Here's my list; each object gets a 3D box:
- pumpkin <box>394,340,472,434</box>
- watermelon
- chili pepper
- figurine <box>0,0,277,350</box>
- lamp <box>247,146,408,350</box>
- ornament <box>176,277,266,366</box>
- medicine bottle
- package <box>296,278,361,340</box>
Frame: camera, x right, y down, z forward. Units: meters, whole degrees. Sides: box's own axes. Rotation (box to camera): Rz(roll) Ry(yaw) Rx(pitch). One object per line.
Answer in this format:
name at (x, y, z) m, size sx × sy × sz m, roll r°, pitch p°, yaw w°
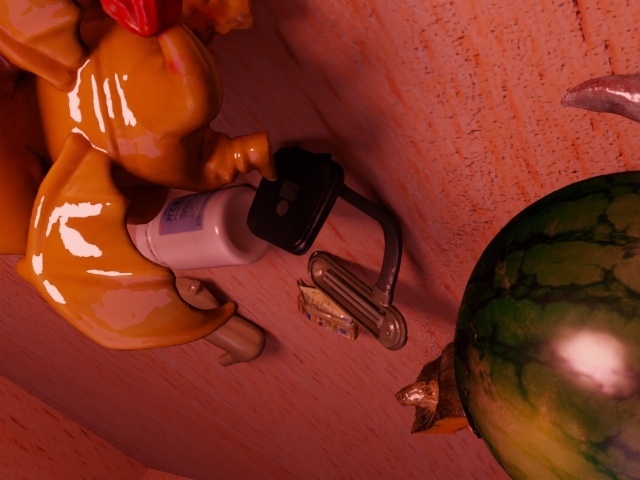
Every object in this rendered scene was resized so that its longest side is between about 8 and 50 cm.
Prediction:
pumpkin at (0.211, 0.226, 1.216) m, size 0.248 × 0.130 × 0.126 m, roll -12°, pitch 146°, yaw 40°
watermelon at (0.301, 0.105, 0.712) m, size 0.364 × 0.363 × 0.363 m, roll 17°, pitch 152°, yaw 9°
chili pepper at (0.274, -0.112, 0.657) m, size 0.153 × 0.041 × 0.050 m, roll 22°, pitch 137°, yaw 36°
figurine at (-0.243, -0.129, 0.672) m, size 0.387 × 0.268 × 0.400 m, roll -8°, pitch 120°, yaw 3°
lamp at (0.005, -0.004, 1.000) m, size 0.203 × 0.124 × 0.283 m, roll 24°, pitch 164°, yaw 44°
ornament at (-0.199, 0.141, 1.425) m, size 0.230 × 0.061 × 0.245 m, roll 34°, pitch 151°, yaw -18°
medicine bottle at (-0.159, -0.012, 1.077) m, size 0.187 × 0.102 × 0.103 m, roll -6°, pitch 142°, yaw 43°
package at (0.015, 0.110, 1.249) m, size 0.121 × 0.031 × 0.108 m, roll 23°, pitch 152°, yaw 10°
